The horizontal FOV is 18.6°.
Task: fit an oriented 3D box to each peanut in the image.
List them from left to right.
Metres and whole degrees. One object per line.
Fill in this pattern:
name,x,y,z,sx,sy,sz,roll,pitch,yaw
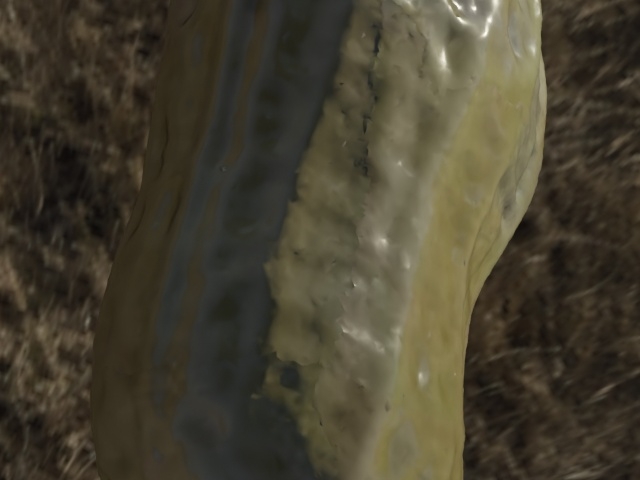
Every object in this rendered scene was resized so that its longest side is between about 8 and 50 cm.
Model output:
peanut,0.000,0.000,0.456,0.090,0.098,0.214,8,77,26
